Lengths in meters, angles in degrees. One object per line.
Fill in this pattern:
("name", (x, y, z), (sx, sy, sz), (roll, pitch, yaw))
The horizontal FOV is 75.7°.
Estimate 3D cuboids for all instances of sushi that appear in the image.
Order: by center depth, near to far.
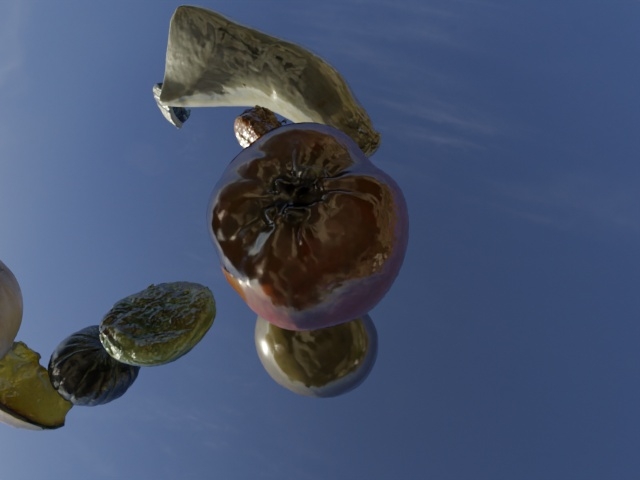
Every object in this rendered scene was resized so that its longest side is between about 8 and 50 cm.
("sushi", (-0.067, -0.135, 0.530), (0.060, 0.061, 0.118), (-31, -104, -32))

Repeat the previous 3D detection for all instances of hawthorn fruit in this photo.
("hawthorn fruit", (0.000, 0.000, 0.438), (0.199, 0.251, 0.200), (-4, -109, 13))

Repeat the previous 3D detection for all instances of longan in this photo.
("longan", (-0.011, 0.271, 1.178), (0.360, 0.361, 0.361), (-2, -101, 8))

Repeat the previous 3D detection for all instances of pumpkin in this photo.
("pumpkin", (-0.600, 0.331, 1.103), (0.220, 0.220, 0.162), (45, -72, 14))

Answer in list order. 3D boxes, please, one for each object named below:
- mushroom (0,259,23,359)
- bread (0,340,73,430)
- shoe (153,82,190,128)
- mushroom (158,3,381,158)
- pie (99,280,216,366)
("mushroom", (-0.427, 0.047, 0.405), (0.246, 0.246, 0.202), (22, -90, 12))
("bread", (-0.803, 0.411, 1.115), (0.133, 0.174, 0.252), (-30, -63, 25))
("shoe", (-0.377, -0.352, 1.059), (0.064, 0.143, 0.071), (38, -104, 16))
("mushroom", (-0.072, -0.262, 0.716), (0.396, 0.126, 0.177), (21, -74, 5))
("pie", (-0.383, 0.184, 0.992), (0.276, 0.079, 0.277), (-5, -142, 4))
